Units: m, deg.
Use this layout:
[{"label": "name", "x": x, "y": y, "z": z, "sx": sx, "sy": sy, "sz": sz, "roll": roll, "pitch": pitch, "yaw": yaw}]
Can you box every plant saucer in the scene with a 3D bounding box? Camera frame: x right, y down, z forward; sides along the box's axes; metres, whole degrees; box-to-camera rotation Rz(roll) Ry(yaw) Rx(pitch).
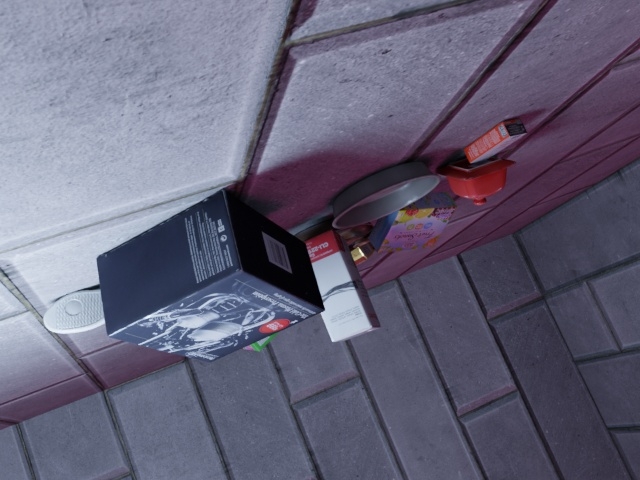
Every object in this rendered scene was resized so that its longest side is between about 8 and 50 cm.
[{"label": "plant saucer", "x": 0.000, "y": 0.000, "z": 1.950, "sx": 0.311, "sy": 0.050, "sz": 0.310, "roll": -23, "pitch": 169, "yaw": -5}]

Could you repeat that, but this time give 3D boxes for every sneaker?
[{"label": "sneaker", "x": -0.503, "y": 0.165, "z": 1.579, "sx": 0.256, "sy": 0.094, "sz": 0.151, "roll": -21, "pitch": 163, "yaw": -22}]

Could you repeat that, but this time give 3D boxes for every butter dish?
[{"label": "butter dish", "x": 0.407, "y": -0.149, "z": 1.764, "sx": 0.160, "sy": 0.118, "sz": 0.160, "roll": -19, "pitch": -161, "yaw": -17}]

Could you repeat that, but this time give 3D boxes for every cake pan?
[{"label": "cake pan", "x": 0.156, "y": -0.115, "z": 1.696, "sx": 0.293, "sy": 0.054, "sz": 0.293, "roll": -22, "pitch": 169, "yaw": -4}]

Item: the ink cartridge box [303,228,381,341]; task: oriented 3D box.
[{"label": "ink cartridge box", "x": 0.050, "y": 0.126, "z": 1.808, "sx": 0.114, "sy": 0.272, "sz": 0.197, "roll": -24, "pitch": 169, "yaw": 8}]

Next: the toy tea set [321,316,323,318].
[{"label": "toy tea set", "x": -0.044, "y": 0.130, "z": 2.208, "sx": 0.124, "sy": 0.199, "sz": 0.336, "roll": 2, "pitch": 163, "yaw": 19}]

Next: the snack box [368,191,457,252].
[{"label": "snack box", "x": 0.264, "y": -0.052, "z": 1.952, "sx": 0.207, "sy": 0.070, "sz": 0.174, "roll": -4, "pitch": 139, "yaw": -29}]

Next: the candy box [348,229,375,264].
[{"label": "candy box", "x": 0.129, "y": 0.029, "z": 2.195, "sx": 0.109, "sy": 0.053, "sz": 0.187, "roll": -30, "pitch": -172, "yaw": 32}]

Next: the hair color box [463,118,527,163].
[{"label": "hair color box", "x": 0.425, "y": -0.241, "z": 1.657, "sx": 0.072, "sy": 0.043, "sz": 0.141, "roll": -16, "pitch": 168, "yaw": -36}]

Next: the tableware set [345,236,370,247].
[{"label": "tableware set", "x": 0.070, "y": 0.025, "z": 2.033, "sx": 0.169, "sy": 0.020, "sz": 0.141, "roll": -30, "pitch": 168, "yaw": 31}]

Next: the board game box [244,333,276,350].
[{"label": "board game box", "x": -0.213, "y": 0.283, "z": 2.421, "sx": 0.242, "sy": 0.064, "sz": 0.316, "roll": -43, "pitch": -166, "yaw": -24}]

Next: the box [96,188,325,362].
[{"label": "box", "x": -0.214, "y": 0.093, "z": 1.395, "sx": 0.313, "sy": 0.178, "sz": 0.343, "roll": -26, "pitch": 152, "yaw": 18}]
